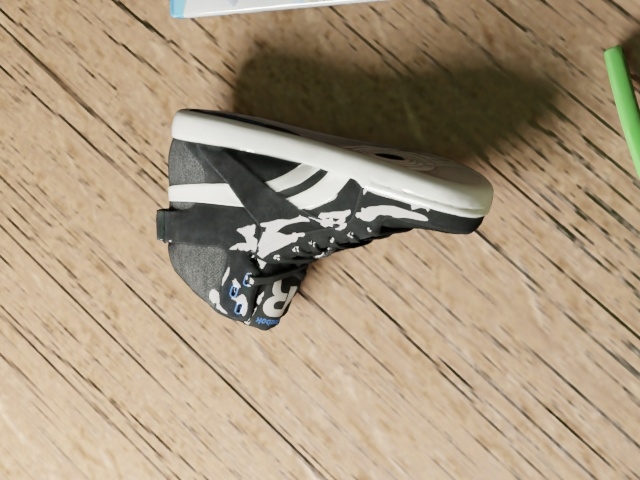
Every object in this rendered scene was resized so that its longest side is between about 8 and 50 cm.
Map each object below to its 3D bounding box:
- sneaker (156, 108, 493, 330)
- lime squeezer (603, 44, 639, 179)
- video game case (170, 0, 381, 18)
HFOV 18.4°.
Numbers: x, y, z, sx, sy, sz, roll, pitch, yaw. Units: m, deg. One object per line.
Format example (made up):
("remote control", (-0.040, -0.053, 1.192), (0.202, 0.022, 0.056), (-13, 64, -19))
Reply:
("sneaker", (0.000, 0.000, 1.144), (0.217, 0.079, 0.121), (16, 102, 36))
("lime squeezer", (0.235, 0.026, 1.023), (0.310, 0.059, 0.110), (40, 109, 23))
("video game case", (-0.018, -0.197, 1.177), (0.166, 0.015, 0.119), (-1, 91, 29))
